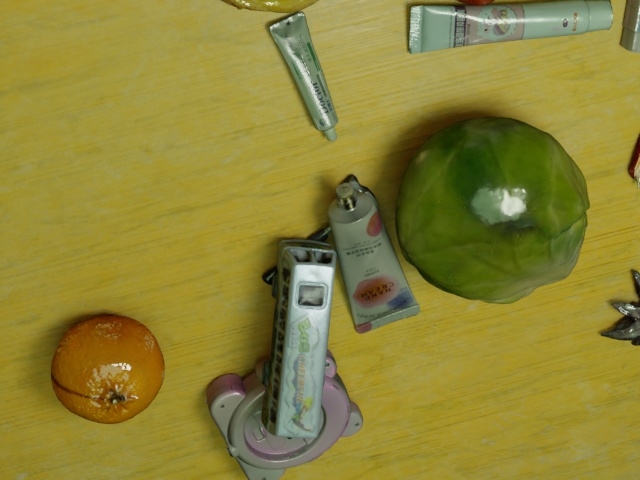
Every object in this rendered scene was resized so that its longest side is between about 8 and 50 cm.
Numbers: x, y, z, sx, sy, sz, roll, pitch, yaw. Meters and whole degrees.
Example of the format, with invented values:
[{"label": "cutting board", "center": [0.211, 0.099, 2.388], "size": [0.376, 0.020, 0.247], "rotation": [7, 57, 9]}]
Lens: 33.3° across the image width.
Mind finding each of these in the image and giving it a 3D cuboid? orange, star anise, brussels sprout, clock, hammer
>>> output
[{"label": "orange", "center": [-0.363, 0.224, 1.828], "size": [0.193, 0.161, 0.193], "rotation": [-3, 110, -7]}, {"label": "star anise", "center": [0.633, 0.128, 2.008], "size": [0.204, 0.061, 0.181], "rotation": [-5, 115, -7]}, {"label": "brussels sprout", "center": [0.284, -0.058, 1.770], "size": [0.344, 0.268, 0.344], "rotation": [-10, 137, -9]}, {"label": "clock", "center": [-0.062, 0.317, 1.962], "size": [0.247, 0.090, 0.228], "rotation": [-25, 116, 0]}, {"label": "hammer", "center": [0.000, 0.000, 1.863], "size": [0.246, 0.029, 0.103], "rotation": [-41, 113, 11]}]

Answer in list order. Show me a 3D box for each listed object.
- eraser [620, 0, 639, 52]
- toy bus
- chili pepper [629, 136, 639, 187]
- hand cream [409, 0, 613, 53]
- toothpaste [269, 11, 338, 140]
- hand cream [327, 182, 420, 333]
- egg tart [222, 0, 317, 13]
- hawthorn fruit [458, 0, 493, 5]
[{"label": "eraser", "center": [0.563, -0.423, 1.754], "size": [0.095, 0.052, 0.225], "rotation": [-1, 114, -11]}, {"label": "toy bus", "center": [-0.035, 0.167, 1.815], "size": [0.109, 0.136, 0.330], "rotation": [4, 97, -8]}, {"label": "chili pepper", "center": [0.579, -0.177, 1.881], "size": [0.045, 0.027, 0.178], "rotation": [3, 114, -16]}, {"label": "hand cream", "center": [0.308, -0.358, 1.744], "size": [0.331, 0.058, 0.085], "rotation": [-4, 131, -3]}, {"label": "toothpaste", "center": [-0.018, -0.260, 1.738], "size": [0.064, 0.041, 0.218], "rotation": [-27, 113, -10]}, {"label": "hand cream", "center": [0.082, 0.035, 1.848], "size": [0.124, 0.078, 0.341], "rotation": [-20, 130, 0]}, {"label": "egg tart", "center": [-0.073, -0.467, 1.597], "size": [0.288, 0.118, 0.288], "rotation": [-6, 116, -12]}, {"label": "hawthorn fruit", "center": [0.241, -0.427, 1.651], "size": [0.132, 0.138, 0.133], "rotation": [-5, 118, -9]}]
